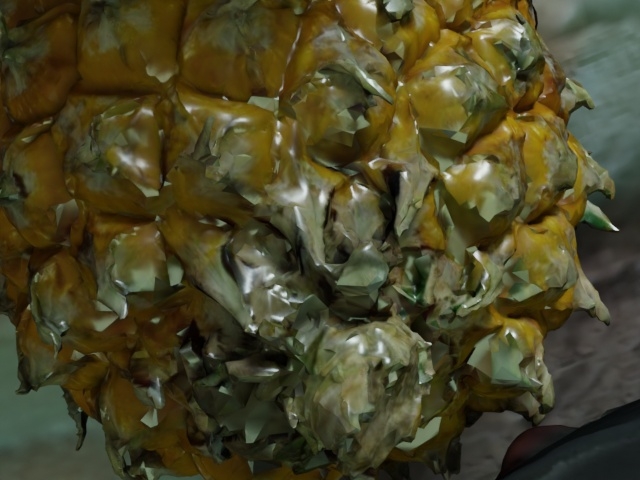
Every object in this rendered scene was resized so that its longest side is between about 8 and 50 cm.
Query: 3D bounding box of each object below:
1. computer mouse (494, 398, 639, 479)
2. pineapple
[{"bbox_3d":[0.119,0.097,0.457,0.269,0.100,0.170,15,127,-46],"label":"computer mouse"},{"bbox_3d":[-0.002,0.003,0.367,0.161,0.137,0.176,-30,124,6],"label":"pineapple"}]
